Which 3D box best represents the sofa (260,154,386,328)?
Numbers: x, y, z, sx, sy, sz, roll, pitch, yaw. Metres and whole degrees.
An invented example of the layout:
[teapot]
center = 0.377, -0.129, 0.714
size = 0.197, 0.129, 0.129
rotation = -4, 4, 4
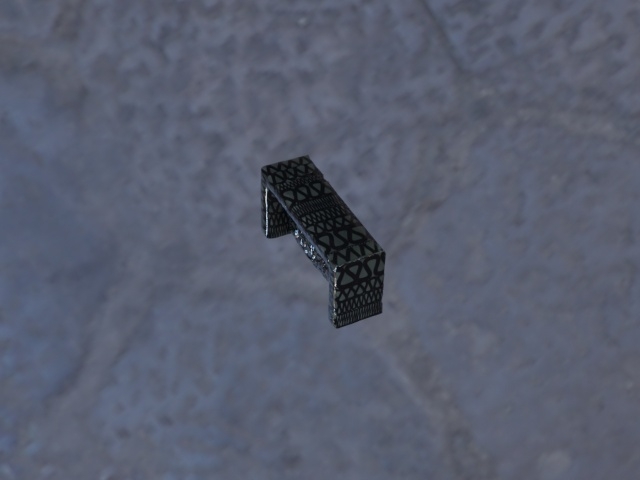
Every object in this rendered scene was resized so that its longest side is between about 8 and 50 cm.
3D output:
[sofa]
center = 0.000, 0.000, 1.235
size = 0.118, 0.039, 0.060
rotation = -127, 27, -43
